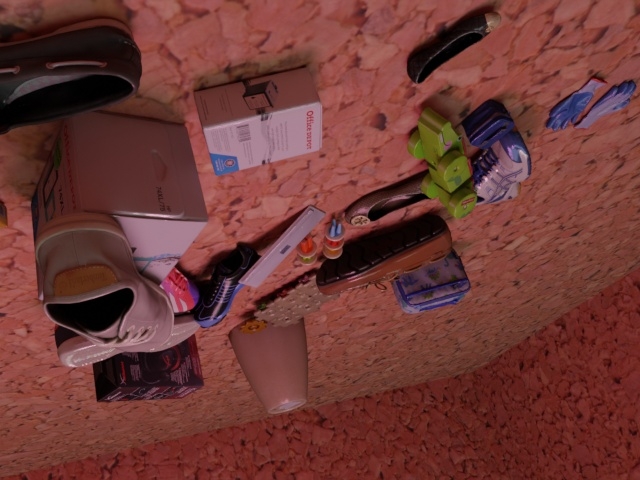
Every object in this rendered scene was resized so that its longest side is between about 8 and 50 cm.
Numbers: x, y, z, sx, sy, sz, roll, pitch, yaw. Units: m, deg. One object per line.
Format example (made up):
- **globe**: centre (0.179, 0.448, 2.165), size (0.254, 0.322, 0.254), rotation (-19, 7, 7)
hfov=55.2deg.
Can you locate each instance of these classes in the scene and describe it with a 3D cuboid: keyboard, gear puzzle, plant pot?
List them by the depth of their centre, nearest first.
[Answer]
- **keyboard**: centre (-0.090, 0.018, 1.448), size (0.256, 0.014, 0.072), rotation (-46, 153, 13)
- **gear puzzle**: centre (-0.101, 0.194, 1.827), size (0.338, 0.044, 0.175), rotation (-33, 144, 20)
- **plant pot**: centre (-0.140, 0.402, 1.969), size (0.256, 0.274, 0.256), rotation (-15, 154, -8)

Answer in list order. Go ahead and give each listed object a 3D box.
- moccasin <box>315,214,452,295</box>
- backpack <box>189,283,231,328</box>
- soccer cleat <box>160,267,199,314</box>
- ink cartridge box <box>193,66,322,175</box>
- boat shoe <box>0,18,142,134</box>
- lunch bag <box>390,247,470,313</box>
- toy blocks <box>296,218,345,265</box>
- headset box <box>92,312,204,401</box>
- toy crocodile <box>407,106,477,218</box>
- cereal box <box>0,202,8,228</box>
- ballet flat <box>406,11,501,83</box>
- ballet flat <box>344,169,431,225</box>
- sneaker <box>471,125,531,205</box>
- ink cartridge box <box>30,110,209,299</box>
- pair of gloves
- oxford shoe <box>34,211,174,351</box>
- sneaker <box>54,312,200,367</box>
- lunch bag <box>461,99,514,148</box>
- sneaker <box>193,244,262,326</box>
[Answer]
- **moccasin**: centre (0.171, 0.059, 1.640), size (0.379, 0.139, 0.147), rotation (-25, 129, -5)
- **backpack**: centre (-0.293, 0.174, 1.607), size (0.084, 0.105, 0.114), rotation (-26, 173, -36)
- **soccer cleat**: centre (-0.364, 0.088, 1.389), size (0.116, 0.109, 0.318), rotation (-32, 150, 18)
- **ink cartridge box**: centre (-0.100, -0.194, 1.016), size (0.190, 0.082, 0.140), rotation (-16, 155, -8)
- **boat shoe**: centre (-0.397, -0.194, 0.799), size (0.334, 0.096, 0.112), rotation (-18, 155, -1)
- **lunch bag**: centre (0.324, 0.117, 1.820), size (0.218, 0.176, 0.090), rotation (-13, 155, -10)
- **toy blocks**: centre (0.000, 0.000, 1.508), size (0.123, 0.054, 0.148), rotation (-15, 155, -9)
- **headset box**: centre (-0.448, 0.305, 1.629), size (0.110, 0.218, 0.293), rotation (-34, 151, 32)
- **toy crocodile**: centre (0.269, -0.153, 1.281), size (0.105, 0.115, 0.341), rotation (-41, 142, -7)
- **cereal box**: centre (-0.668, -0.037, 0.990), size (0.240, 0.048, 0.173), rotation (-19, 155, 2)
- **ballet flat**: centre (0.224, -0.319, 1.020), size (0.173, 0.049, 0.057), rotation (-30, 154, 22)
- **ballet flat**: centre (0.174, -0.089, 1.440), size (0.249, 0.058, 0.084), rotation (-24, 154, 11)
- **sneaker**: centre (0.392, -0.154, 1.396), size (0.130, 0.112, 0.296), rotation (-18, 154, 3)
- **ink cartridge box**: centre (-0.342, -0.048, 1.013), size (0.197, 0.198, 0.270), rotation (4, 146, -37)
- **pair of gloves**: centre (0.601, -0.296, 1.353), size (0.198, 0.023, 0.159), rotation (-2, 150, -30)
- **oxford shoe**: centre (-0.330, 0.116, 0.971), size (0.169, 0.130, 0.449), rotation (-14, 155, -10)
- **sneaker**: centre (-0.462, 0.190, 1.482), size (0.349, 0.148, 0.131), rotation (-5, 144, -39)
- **lunch bag**: centre (0.348, -0.235, 1.254), size (0.067, 0.065, 0.098), rotation (4, 147, -40)
- **sneaker**: centre (-0.240, 0.106, 1.483), size (0.232, 0.081, 0.090), rotation (-49, 139, 2)
